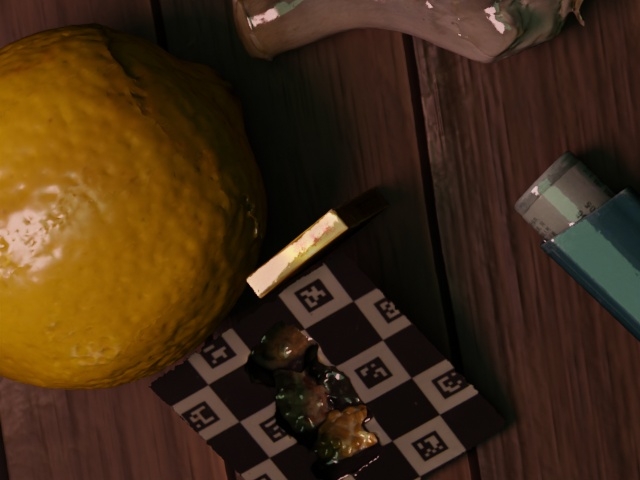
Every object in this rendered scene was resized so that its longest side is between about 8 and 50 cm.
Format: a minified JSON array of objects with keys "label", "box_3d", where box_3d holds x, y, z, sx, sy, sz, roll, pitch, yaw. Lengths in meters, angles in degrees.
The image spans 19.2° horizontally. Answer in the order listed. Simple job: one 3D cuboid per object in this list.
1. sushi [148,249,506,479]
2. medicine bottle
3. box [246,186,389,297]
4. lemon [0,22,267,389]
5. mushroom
[{"label":"sushi","box_3d":[0.006,0.114,1.480,0.192,0.050,0.215,-35,118,14]},{"label":"medicine bottle","box_3d":[0.246,0.053,1.425,0.124,0.079,0.258,-44,86,15]},{"label":"box","box_3d":[0.000,0.000,1.434,0.089,0.156,0.022,-40,88,13]},{"label":"lemon","box_3d":[-0.177,-0.023,1.415,0.293,0.293,0.293,2,97,13]},{"label":"mushroom","box_3d":[0.065,-0.181,1.434,0.278,0.099,0.096,2,84,17]}]
